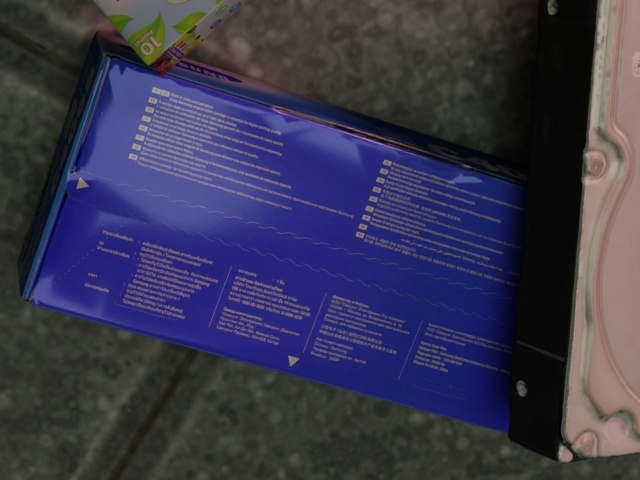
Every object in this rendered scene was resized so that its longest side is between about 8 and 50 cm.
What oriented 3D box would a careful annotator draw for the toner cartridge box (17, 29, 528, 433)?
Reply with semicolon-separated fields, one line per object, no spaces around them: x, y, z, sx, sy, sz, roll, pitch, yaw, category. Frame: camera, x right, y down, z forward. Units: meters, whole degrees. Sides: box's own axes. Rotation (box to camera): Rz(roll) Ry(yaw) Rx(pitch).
0.000;0.000;1.133;0.348;0.075;0.165;17;103;-17;toner cartridge box

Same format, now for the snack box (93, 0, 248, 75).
-0.101;-0.181;1.033;0.100;0.037;0.141;-41;79;5;snack box

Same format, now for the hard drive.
0.238;-0.039;1.115;0.237;0.064;0.338;-2;100;-31;hard drive
